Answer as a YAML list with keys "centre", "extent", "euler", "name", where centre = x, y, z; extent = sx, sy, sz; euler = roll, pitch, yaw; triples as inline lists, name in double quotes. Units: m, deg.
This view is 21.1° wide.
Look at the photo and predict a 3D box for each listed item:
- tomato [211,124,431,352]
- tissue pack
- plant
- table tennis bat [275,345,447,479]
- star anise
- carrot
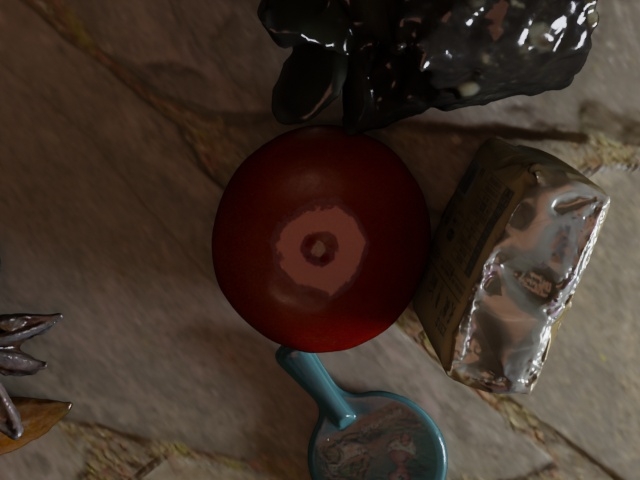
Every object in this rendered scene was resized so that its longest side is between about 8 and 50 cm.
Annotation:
- centre: [0.000, 0.000, 1.461]
  extent: [0.195, 0.136, 0.195]
  euler: [0, 98, 3]
  name: "tomato"
- centre: [0.152, 0.016, 1.413]
  extent: [0.090, 0.222, 0.186]
  euler: [20, 97, -9]
  name: "tissue pack"
- centre: [0.075, -0.198, 1.391]
  extent: [0.276, 0.188, 0.198]
  euler: [-5, 80, -2]
  name: "plant"
- centre: [0.029, 0.168, 1.540]
  extent: [0.124, 0.033, 0.201]
  euler: [-37, 100, 6]
  name: "table tennis bat"
- centre: [-0.316, 0.098, 1.516]
  extent: [0.182, 0.065, 0.195]
  euler: [-33, 73, -7]
  name: "star anise"
- centre: [-0.321, 0.175, 1.546]
  extent: [0.205, 0.072, 0.072]
  euler: [-15, 98, -3]
  name: "carrot"
